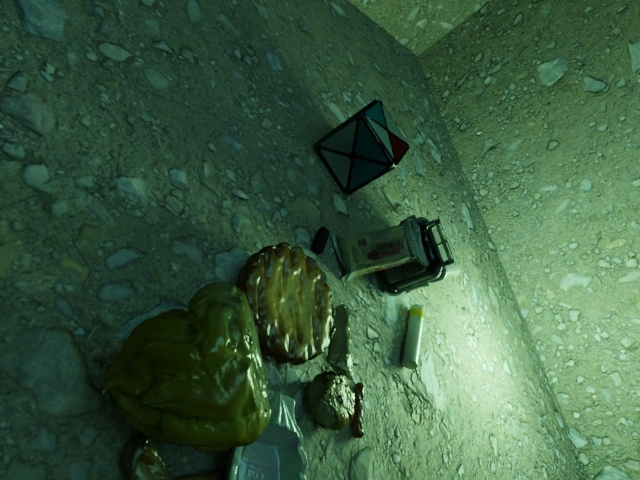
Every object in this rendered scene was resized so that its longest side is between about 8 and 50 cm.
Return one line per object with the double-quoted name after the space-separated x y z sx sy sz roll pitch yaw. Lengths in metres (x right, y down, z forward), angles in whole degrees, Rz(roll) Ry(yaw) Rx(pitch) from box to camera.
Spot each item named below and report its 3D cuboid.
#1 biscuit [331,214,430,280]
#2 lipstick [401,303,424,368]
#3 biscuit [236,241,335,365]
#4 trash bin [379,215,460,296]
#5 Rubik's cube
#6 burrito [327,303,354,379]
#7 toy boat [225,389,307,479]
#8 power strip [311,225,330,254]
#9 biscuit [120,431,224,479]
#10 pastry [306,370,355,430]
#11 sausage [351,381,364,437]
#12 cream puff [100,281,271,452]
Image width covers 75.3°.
0.205 0.028 1.439 0.079 0.309 0.186 73 4 -71 "biscuit"
0.345 0.351 1.537 0.059 0.059 0.264 46 39 -19 "lipstick"
-0.094 0.166 1.100 0.325 0.107 0.326 25 53 -38 "biscuit"
0.411 0.065 1.626 0.367 0.296 0.256 9 59 -54 "trash bin"
0.166 -0.369 1.633 0.248 0.246 0.250 53 37 -10 "Rubik's cube"
0.059 0.285 1.202 0.082 0.059 0.275 47 22 -22 "burrito"
-0.121 0.472 0.871 0.199 0.100 0.290 34 45 -32 "toy boat"
0.000 0.000 1.379 0.038 0.029 0.111 45 37 -20 "power strip"
-0.281 0.459 0.734 0.208 0.047 0.164 43 41 -23 "biscuit"
0.030 0.423 1.098 0.153 0.081 0.153 42 28 -28 "pastry"
0.109 0.483 1.192 0.036 0.042 0.158 5 50 3 "sausage"
-0.239 0.243 0.783 0.324 0.257 0.291 -121 -157 -70 "cream puff"
